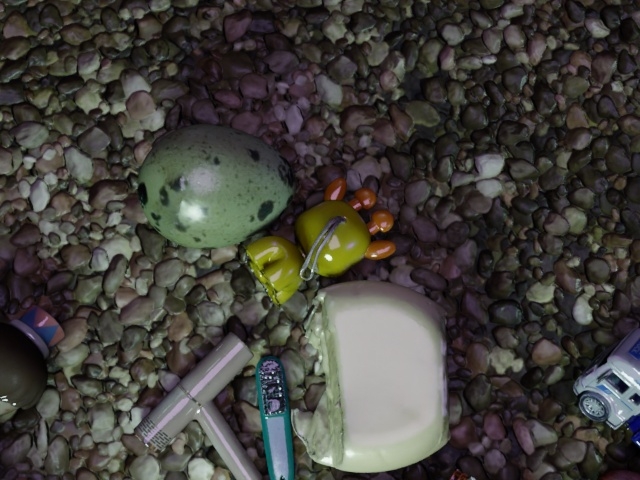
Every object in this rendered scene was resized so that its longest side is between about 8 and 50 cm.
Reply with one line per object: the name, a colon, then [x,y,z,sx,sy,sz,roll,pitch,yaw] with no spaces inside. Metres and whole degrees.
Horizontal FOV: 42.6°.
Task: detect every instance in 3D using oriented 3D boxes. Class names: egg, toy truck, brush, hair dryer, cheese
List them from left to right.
egg: [-0.143,-0.077,1.162,0.228,0.177,0.177,-7,80,-21]
hair dryer: [-0.117,0.271,1.162,0.220,0.053,0.195,43,80,2]
brush: [-0.064,0.263,1.179,0.043,0.032,0.193,-6,79,-7]
cheese: [0.074,0.190,1.160,0.233,0.127,0.266,-2,78,-3]
toy truck: [0.504,0.241,1.139,0.268,0.155,0.124,43,53,17]

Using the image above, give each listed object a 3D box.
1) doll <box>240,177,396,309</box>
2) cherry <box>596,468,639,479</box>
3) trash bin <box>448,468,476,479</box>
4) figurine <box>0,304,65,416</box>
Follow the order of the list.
doll: [0.000,0.000,1.180,0.221,0.135,0.143,-30,70,-13]
cherry: [0.460,0.349,1.197,0.107,0.090,0.225,18,57,20]
trash bin: [0.110,0.412,1.108,0.239,0.161,0.184,-2,80,-2]
figurine: [-0.453,0.209,1.098,0.158,0.161,0.275,36,79,-22]
